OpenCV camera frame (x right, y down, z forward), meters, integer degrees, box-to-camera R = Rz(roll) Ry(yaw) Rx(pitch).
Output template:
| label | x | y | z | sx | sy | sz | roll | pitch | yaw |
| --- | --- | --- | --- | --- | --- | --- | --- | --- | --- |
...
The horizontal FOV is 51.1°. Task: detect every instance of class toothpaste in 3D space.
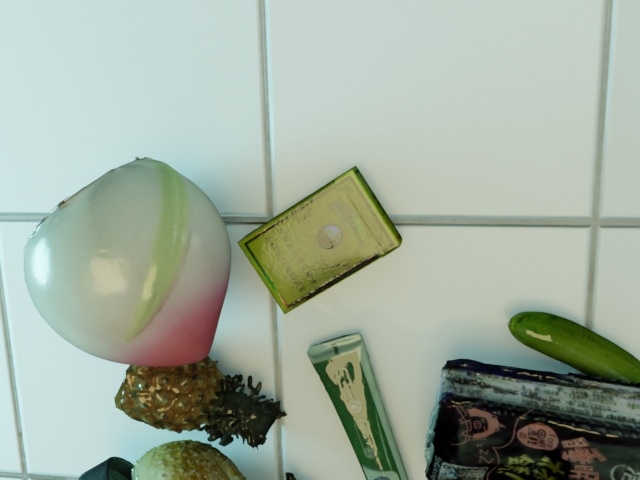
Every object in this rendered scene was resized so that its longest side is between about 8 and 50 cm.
| label | x | y | z | sx | sy | sz | roll | pitch | yaw |
| --- | --- | --- | --- | --- | --- | --- | --- | --- | --- |
| toothpaste | 0.088 | 0.342 | 1.113 | 0.098 | 0.061 | 0.392 | -19 | 96 | 14 |

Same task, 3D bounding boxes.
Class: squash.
| label | x | y | z | sx | sy | sz | roll | pitch | yaw |
| --- | --- | --- | --- | --- | --- | --- | --- | --- | --- |
| squash | 0.405 | 0.172 | 1.016 | 0.258 | 0.069 | 0.069 | 28 | 106 | 0 |

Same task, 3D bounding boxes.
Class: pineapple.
| label | x | y | z | sx | sy | sz | roll | pitch | yaw |
| --- | --- | --- | --- | --- | --- | --- | --- | --- | --- |
| pineapple | -0.192 | 0.268 | 1.108 | 0.278 | 0.158 | 0.158 | 29 | 106 | -10 |

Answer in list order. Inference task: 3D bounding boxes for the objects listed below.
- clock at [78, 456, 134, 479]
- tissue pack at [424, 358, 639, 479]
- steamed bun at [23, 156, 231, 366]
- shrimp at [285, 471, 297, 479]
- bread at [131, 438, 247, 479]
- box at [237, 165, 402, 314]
| label | x | y | z | sx | sy | sz | roll | pitch | yaw |
| --- | --- | --- | --- | --- | --- | --- | --- | --- | --- |
| clock | -0.292 | 0.482 | 1.100 | 0.055 | 0.280 | 0.281 | -36 | 95 | -8 |
| tissue pack | 0.329 | 0.305 | 1.010 | 0.332 | 0.123 | 0.245 | 8 | 131 | 10 |
| steamed bun | -0.254 | 0.056 | 0.984 | 0.309 | 0.309 | 0.310 | 2 | 103 | 9 |
| shrimp | -0.023 | 0.544 | 1.177 | 0.178 | 0.075 | 0.289 | -30 | 109 | 17 |
| bread | -0.175 | 0.452 | 1.072 | 0.158 | 0.305 | 0.306 | -35 | 95 | -5 |
| box | 0.000 | 0.000 | 1.049 | 0.220 | 0.064 | 0.141 | -31 | 95 | 13 |
